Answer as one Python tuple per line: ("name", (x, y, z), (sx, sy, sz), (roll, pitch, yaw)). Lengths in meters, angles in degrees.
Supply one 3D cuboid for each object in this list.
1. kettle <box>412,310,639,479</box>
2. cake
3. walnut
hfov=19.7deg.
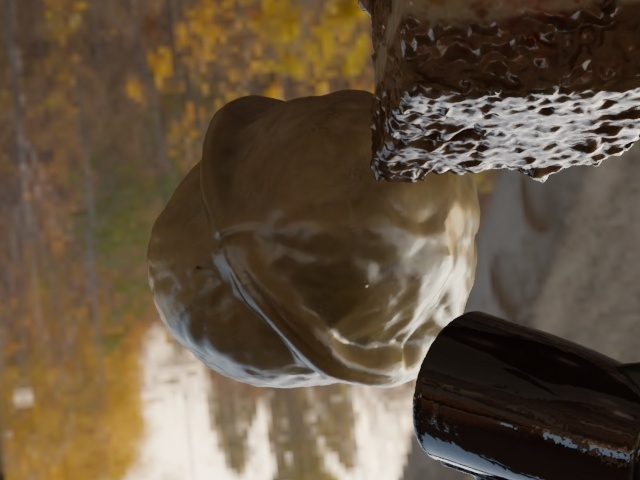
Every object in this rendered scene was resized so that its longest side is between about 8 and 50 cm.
("kettle", (0.209, 0.181, 1.631), (0.232, 0.202, 0.144), (16, -171, 39))
("cake", (0.170, -0.220, 1.641), (0.256, 0.290, 0.282), (-3, 167, -6))
("walnut", (0.000, 0.000, 1.964), (0.381, 0.381, 0.381), (-6, 180, 0))
